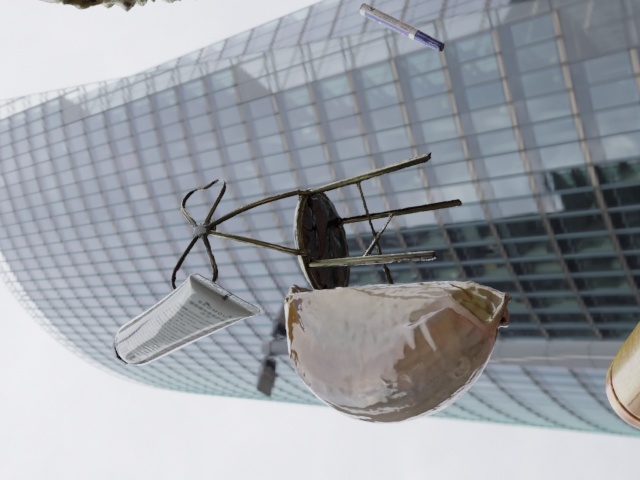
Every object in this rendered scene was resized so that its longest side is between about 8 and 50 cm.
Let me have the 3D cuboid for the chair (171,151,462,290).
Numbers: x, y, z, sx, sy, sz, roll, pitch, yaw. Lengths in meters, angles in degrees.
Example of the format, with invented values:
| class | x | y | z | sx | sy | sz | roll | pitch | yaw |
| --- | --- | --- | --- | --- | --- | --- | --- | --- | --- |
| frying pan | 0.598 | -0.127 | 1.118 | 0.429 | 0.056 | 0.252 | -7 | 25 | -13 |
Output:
| class | x | y | z | sx | sy | sz | roll | pitch | yaw |
| --- | --- | --- | --- | --- | --- | --- | --- | --- | --- |
| chair | 0.000 | 0.000 | 1.017 | 0.170 | 0.326 | 0.159 | 43 | -138 | -56 |

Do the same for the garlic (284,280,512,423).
| class | x | y | z | sx | sy | sz | roll | pitch | yaw |
| --- | --- | --- | --- | --- | --- | --- | --- | --- | --- |
| garlic | 0.047 | 0.081 | 0.598 | 0.087 | 0.196 | 0.101 | -4 | -90 | -41 |

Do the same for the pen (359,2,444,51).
| class | x | y | z | sx | sy | sz | roll | pitch | yaw |
| --- | --- | --- | --- | --- | --- | --- | --- | --- | --- |
| pen | 0.161 | -0.425 | 1.650 | 0.025 | 0.204 | 0.025 | -40 | -30 | -29 |

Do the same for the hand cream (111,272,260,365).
| class | x | y | z | sx | sy | sz | roll | pitch | yaw |
| --- | --- | --- | --- | --- | --- | --- | --- | --- | --- |
| hand cream | -0.129 | 0.071 | 0.723 | 0.067 | 0.194 | 0.042 | 38 | -130 | -21 |

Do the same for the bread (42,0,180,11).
| class | x | y | z | sx | sy | sz | roll | pitch | yaw |
| --- | --- | --- | --- | --- | --- | --- | --- | --- | --- |
| bread | -0.364 | -0.512 | 1.385 | 0.316 | 0.211 | 0.270 | -10 | -84 | -20 |

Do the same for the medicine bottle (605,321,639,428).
| class | x | y | z | sx | sy | sz | roll | pitch | yaw |
| --- | --- | --- | --- | --- | --- | --- | --- | --- | --- |
| medicine bottle | 0.333 | 0.116 | 0.775 | 0.192 | 0.096 | 0.096 | 72 | -148 | -65 |
